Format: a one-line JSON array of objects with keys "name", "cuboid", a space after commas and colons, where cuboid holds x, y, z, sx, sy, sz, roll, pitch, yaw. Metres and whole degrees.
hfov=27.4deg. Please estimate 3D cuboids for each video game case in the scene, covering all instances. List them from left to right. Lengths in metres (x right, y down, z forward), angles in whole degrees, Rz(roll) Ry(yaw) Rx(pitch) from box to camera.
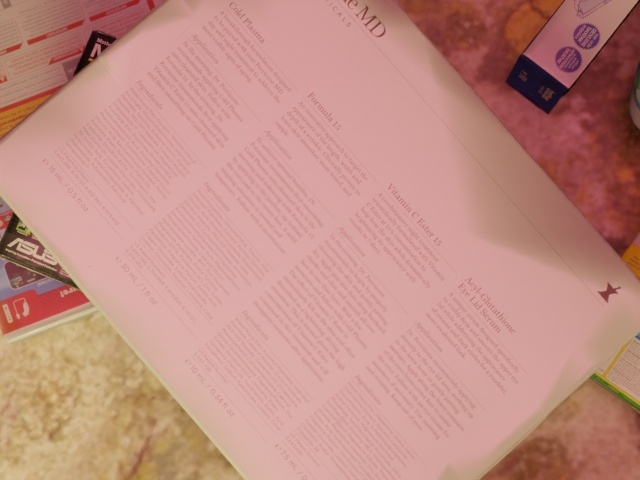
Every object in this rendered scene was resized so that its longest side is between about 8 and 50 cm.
[{"name": "video game case", "cuboid": [-0.193, -0.089, 1.011, 0.204, 0.025, 0.285, -21, 84, -2]}]

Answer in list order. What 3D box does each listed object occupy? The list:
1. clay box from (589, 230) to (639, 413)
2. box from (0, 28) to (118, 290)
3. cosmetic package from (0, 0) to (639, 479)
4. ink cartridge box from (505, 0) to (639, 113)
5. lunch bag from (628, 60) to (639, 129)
[{"name": "clay box", "cuboid": [0.290, 0.029, 0.966, 0.127, 0.053, 0.222, 36, 85, 20]}, {"name": "box", "cuboid": [-0.115, -0.036, 0.971, 0.190, 0.045, 0.184, 22, 83, 3]}, {"name": "cosmetic package", "cuboid": [0.000, 0.000, 0.899, 0.284, 0.097, 0.377, -40, 88, -3]}, {"name": "ink cartridge box", "cuboid": [0.223, -0.195, 0.979, 0.046, 0.097, 0.207, 38, 86, 4]}, {"name": "lunch bag", "cuboid": [0.343, -0.118, 0.938, 0.219, 0.090, 0.176, 23, 62, 13]}]
